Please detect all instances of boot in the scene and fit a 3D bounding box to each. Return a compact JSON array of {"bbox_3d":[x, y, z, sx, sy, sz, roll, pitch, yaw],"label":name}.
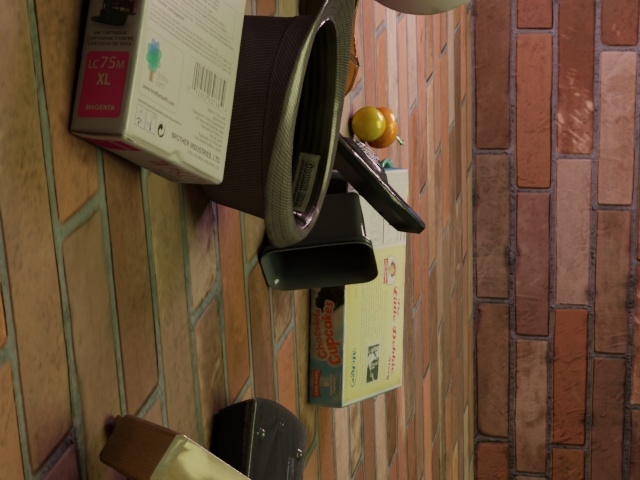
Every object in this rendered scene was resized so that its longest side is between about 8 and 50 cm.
[{"bbox_3d":[0.022,-0.278,1.963,0.152,0.073,0.197,-26,130,-74],"label":"boot"}]

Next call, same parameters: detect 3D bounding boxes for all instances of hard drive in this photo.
[{"bbox_3d":[-0.069,0.272,1.689,0.255,0.054,0.172,51,43,-71],"label":"hard drive"}]

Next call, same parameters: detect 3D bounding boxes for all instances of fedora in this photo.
[{"bbox_3d":[-0.055,-0.134,1.516,0.244,0.124,0.276,-56,155,-63],"label":"fedora"}]

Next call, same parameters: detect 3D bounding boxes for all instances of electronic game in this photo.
[{"bbox_3d":[0.050,-0.094,1.883,0.048,0.229,0.229,-44,167,5],"label":"electronic game"}]

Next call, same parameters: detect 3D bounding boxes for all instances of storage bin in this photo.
[{"bbox_3d":[0.000,0.000,1.795,0.098,0.135,0.091,75,12,-53],"label":"storage bin"}]

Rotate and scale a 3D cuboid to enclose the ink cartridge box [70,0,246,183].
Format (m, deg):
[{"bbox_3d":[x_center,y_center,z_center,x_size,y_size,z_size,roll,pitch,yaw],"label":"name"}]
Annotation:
[{"bbox_3d":[-0.124,-0.218,1.271,0.186,0.065,0.311,27,71,-67],"label":"ink cartridge box"}]

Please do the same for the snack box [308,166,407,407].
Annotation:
[{"bbox_3d":[0.054,0.061,2.087,0.187,0.060,0.322,-8,100,-60],"label":"snack box"}]

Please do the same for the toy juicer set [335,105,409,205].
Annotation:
[{"bbox_3d":[0.087,-0.090,2.236,0.329,0.089,0.209,-62,151,-62],"label":"toy juicer set"}]

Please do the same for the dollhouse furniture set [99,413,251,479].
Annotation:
[{"bbox_3d":[-0.169,0.333,1.168,0.356,0.174,0.303,-57,-157,-14],"label":"dollhouse furniture set"}]

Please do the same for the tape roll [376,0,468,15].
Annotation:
[{"bbox_3d":[0.130,-0.441,2.016,0.169,0.246,0.246,18,75,-76],"label":"tape roll"}]
